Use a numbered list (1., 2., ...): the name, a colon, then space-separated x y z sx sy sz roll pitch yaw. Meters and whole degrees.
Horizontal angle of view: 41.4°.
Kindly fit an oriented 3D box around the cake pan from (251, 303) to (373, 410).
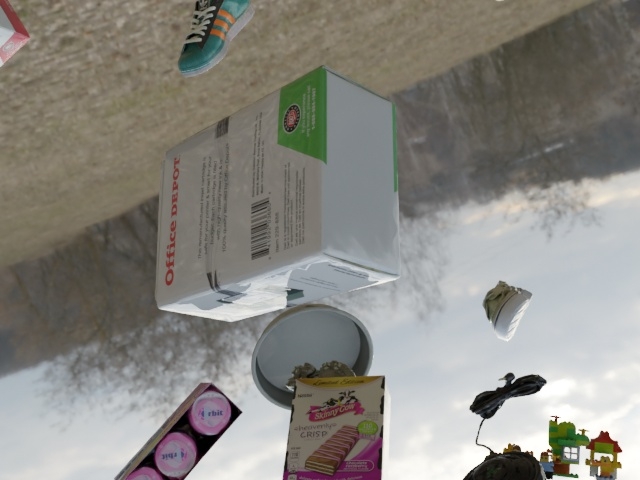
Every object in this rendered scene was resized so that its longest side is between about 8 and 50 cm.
1. cake pan: -0.022 0.271 2.001 0.293 0.293 0.054 -21 -152 -2

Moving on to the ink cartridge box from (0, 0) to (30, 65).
1. ink cartridge box: -0.566 -0.334 1.286 0.128 0.127 0.176 -36 169 14

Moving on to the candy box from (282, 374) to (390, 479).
1. candy box: 0.029 0.332 1.366 0.159 0.071 0.233 -5 -137 10

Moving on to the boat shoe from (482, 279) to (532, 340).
1. boat shoe: 0.414 0.154 1.927 0.094 0.109 0.302 25 -170 16

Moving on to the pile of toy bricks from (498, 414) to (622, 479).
1. pile of toy bricks: 0.418 0.357 1.476 0.212 0.105 0.118 3 174 13

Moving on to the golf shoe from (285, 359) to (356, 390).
1. golf shoe: 0.020 0.273 1.593 0.176 0.086 0.069 -5 -133 51

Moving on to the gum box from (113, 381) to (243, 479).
1. gum box: -0.196 0.280 1.136 0.188 0.062 0.107 -48 -175 -16

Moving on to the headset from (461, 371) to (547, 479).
1. headset: 0.310 0.378 1.224 0.185 0.243 0.394 -28 -136 11

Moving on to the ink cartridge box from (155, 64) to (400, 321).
1. ink cartridge box: -0.056 -0.038 0.965 0.121 0.211 0.289 17 156 -41

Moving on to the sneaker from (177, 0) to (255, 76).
1. sneaker: -0.267 -0.513 2.009 0.108 0.121 0.302 -1 -133 33
